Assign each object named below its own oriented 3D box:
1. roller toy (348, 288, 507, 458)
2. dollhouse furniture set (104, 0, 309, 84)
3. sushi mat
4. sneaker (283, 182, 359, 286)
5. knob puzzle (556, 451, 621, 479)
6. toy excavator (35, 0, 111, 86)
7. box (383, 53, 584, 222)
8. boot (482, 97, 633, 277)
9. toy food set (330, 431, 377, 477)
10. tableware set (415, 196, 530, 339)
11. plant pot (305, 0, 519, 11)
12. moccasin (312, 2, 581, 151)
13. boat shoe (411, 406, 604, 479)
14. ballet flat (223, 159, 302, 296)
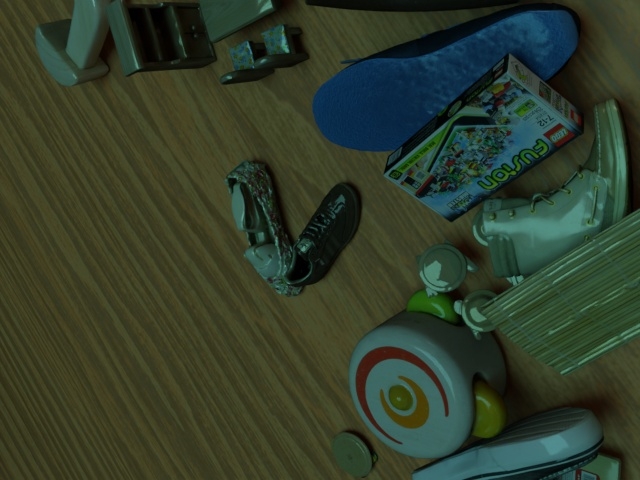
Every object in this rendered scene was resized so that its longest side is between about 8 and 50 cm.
[{"bbox_3d":[0.143,0.193,0.947,0.209,0.146,0.191,54,130,12],"label":"roller toy"},{"bbox_3d":[-0.175,-0.336,1.027,0.242,0.161,0.212,-11,97,41],"label":"dollhouse furniture set"},{"bbox_3d":[0.342,0.040,0.749,0.151,0.019,0.316,37,126,-20],"label":"sushi mat"},{"bbox_3d":[0.000,0.000,1.052,0.066,0.071,0.188,38,125,24],"label":"sneaker"},{"bbox_3d":[0.311,0.349,0.935,0.213,0.030,0.213,6,97,48],"label":"knob puzzle"},{"bbox_3d":[-0.411,-0.518,1.151,0.433,0.222,0.445,-9,107,42],"label":"toy excavator"},{"bbox_3d":[0.179,-0.108,0.787,0.114,0.036,0.207,32,139,-16],"label":"box"},{"bbox_3d":[0.270,-0.051,0.795,0.165,0.077,0.213,2,110,27],"label":"boot"},{"bbox_3d":[0.054,0.360,1.158,0.082,0.020,0.083,52,129,14],"label":"toy food set"},{"bbox_3d":[0.216,0.038,0.884,0.169,0.020,0.141,-38,78,13],"label":"tableware set"},{"bbox_3d":[0.119,-0.339,0.751,0.230,0.215,0.215,14,117,-1],"label":"plant pot"},{"bbox_3d":[0.151,-0.189,0.844,0.342,0.117,0.137,-7,112,36],"label":"moccasin"},{"bbox_3d":[0.254,0.312,0.905,0.119,0.121,0.335,62,145,15],"label":"boat shoe"},{"bbox_3d":[-0.101,-0.012,1.128,0.091,0.077,0.241,-17,94,41],"label":"ballet flat"}]
